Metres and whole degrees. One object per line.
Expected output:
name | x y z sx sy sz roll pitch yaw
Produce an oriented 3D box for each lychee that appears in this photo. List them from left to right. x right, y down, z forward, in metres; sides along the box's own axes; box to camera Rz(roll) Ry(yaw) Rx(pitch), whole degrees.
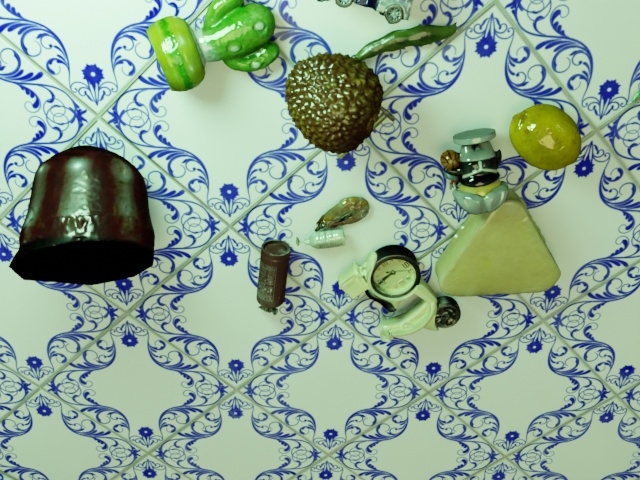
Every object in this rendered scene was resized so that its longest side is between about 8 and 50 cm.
lychee | 0.030 -0.364 1.789 0.268 0.267 0.267 -1 123 -1

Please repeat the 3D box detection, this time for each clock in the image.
clock | 0.256 0.188 2.232 0.277 0.120 0.379 -34 113 15

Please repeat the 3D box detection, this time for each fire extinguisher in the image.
fire extinguisher | -0.156 0.129 2.194 0.105 0.104 0.268 5 123 -5

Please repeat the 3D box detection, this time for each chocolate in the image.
chocolate | -0.651 -0.084 1.897 0.384 0.331 0.383 -11 162 -4

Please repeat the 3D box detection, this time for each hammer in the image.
hammer | 0.120 -0.303 1.960 0.199 0.013 0.062 -40 115 21

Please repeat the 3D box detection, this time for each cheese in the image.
cheese | 0.555 0.007 2.119 0.384 0.104 0.383 -1 123 -1

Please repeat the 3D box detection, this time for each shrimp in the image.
shrimp | 0.062 -0.072 2.095 0.190 0.042 0.101 -28 127 15

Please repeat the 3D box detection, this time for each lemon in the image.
lemon | 0.620 -0.284 1.896 0.207 0.170 0.170 40 114 -17

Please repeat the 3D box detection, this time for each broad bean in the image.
broad bean | 0.212 -0.524 1.800 0.298 0.043 0.060 -13 134 8

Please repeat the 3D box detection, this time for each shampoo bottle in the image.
shampoo bottle | 0.000 0.000 2.126 0.152 0.045 0.077 -9 159 3

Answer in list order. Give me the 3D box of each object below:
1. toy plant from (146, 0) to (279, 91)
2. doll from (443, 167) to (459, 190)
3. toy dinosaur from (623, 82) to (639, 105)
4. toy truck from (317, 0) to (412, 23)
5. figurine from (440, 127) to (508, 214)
toy plant | -0.265 -0.512 1.745 0.316 0.184 0.224 -21 128 -7
doll | 0.387 -0.195 2.022 0.057 0.039 0.114 -28 122 22
toy dinosaur | 0.883 -0.407 1.905 0.083 0.021 0.062 -13 116 3
toy truck | 0.106 -0.640 1.675 0.268 0.124 0.155 15 117 -9
figurine | 0.437 -0.187 1.948 0.176 0.133 0.236 -11 109 9
